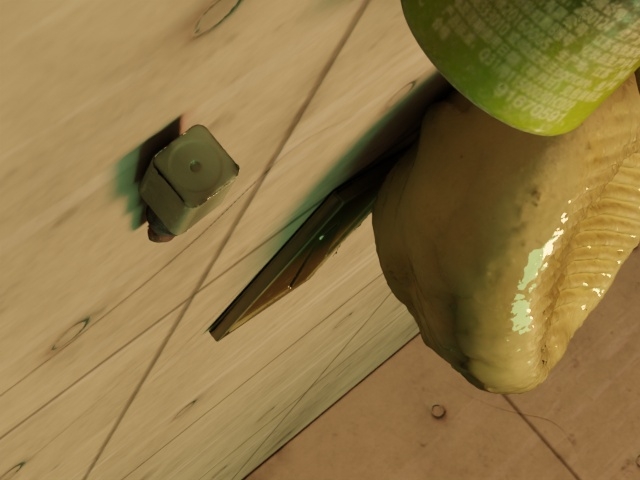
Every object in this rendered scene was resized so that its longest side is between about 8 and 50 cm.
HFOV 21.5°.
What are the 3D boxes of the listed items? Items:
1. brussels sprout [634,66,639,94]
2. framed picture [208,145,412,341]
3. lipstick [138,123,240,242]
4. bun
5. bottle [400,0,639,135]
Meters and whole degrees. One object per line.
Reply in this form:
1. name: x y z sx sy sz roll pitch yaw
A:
1. brussels sprout: 0.312 -0.151 0.737 0.371 0.315 0.276 -8 -159 0
2. framed picture: 0.000 0.000 1.050 0.149 0.011 0.109 -47 170 37
3. lipstick: -0.055 -0.015 0.645 0.025 0.025 0.107 -39 178 -17
4. bun: 0.110 -0.021 0.995 0.231 0.133 0.231 -50 154 -36
5. bottle: 0.159 -0.172 0.562 0.330 0.093 0.093 -46 171 34
